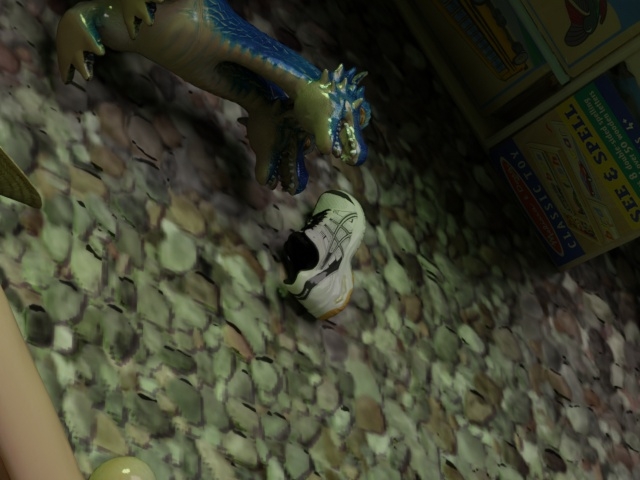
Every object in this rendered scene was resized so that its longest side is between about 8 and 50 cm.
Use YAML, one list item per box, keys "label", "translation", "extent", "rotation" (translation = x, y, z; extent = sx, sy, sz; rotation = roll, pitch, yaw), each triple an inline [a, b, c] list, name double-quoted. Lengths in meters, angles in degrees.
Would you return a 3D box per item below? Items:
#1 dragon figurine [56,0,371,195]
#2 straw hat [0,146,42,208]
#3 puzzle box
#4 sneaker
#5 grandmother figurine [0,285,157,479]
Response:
- label: "dragon figurine"
  translation: [-0.077, -0.148, 0.967]
  extent: [0.144, 0.085, 0.289]
  rotation: [0, 59, -53]
- label: "straw hat"
  translation: [-0.184, -0.039, 0.759]
  extent: [0.144, 0.144, 0.061]
  rotation: [44, 78, -20]
- label: "puzzle box"
  translation: [0.099, -0.188, 1.088]
  extent: [0.052, 0.272, 0.409]
  rotation: [-32, 88, -20]
- label: "sneaker"
  translation: [0.000, 0.000, 0.995]
  extent: [0.037, 0.032, 0.083]
  rotation: [37, 38, -29]
- label: "grandmother figurine"
  translation: [-0.083, 0.148, 0.654]
  extent: [0.342, 0.104, 0.208]
  rotation: [62, 37, -15]
